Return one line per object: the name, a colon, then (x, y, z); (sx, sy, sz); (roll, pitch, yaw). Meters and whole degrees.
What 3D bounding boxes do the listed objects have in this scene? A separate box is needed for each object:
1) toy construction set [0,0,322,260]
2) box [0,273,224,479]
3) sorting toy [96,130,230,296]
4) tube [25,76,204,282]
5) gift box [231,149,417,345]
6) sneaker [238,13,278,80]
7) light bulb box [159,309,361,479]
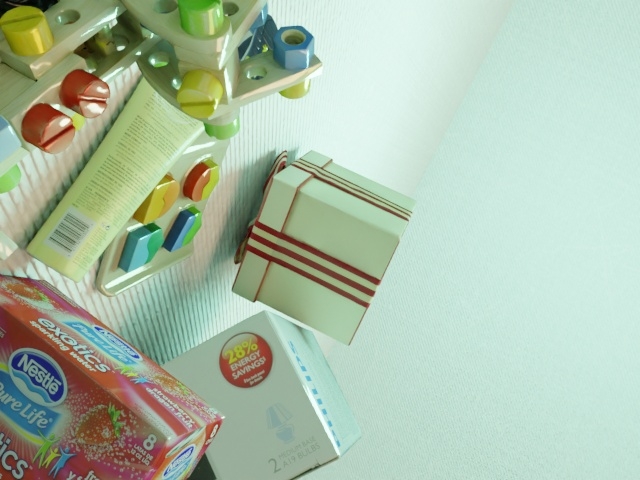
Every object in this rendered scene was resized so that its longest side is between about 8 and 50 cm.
toy construction set: (-0.165, -0.100, 0.410); (0.327, 0.215, 0.151); (-47, 160, -41)
box: (-0.236, 0.144, 0.556); (0.122, 0.257, 0.128); (-58, 165, 0)
sorting toy: (-0.194, -0.039, 0.788); (0.193, 0.038, 0.208); (-35, 151, -59)
tube: (-0.206, -0.070, 0.638); (0.240, 0.062, 0.070); (-57, 166, -12)
gift box: (0.000, 0.000, 1.091); (0.276, 0.258, 0.255); (-51, 166, -70)
sneaker: (-0.092, -0.230, 0.754); (0.053, 0.059, 0.144); (58, 40, -39)
light bulb box: (-0.147, 0.305, 0.967); (0.358, 0.225, 0.361); (-29, 164, 2)
